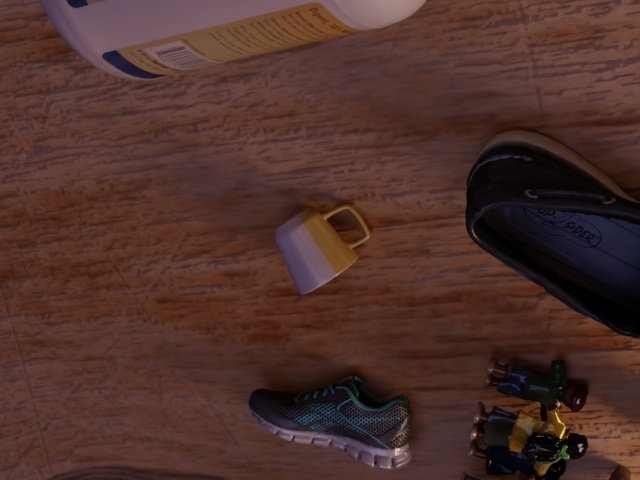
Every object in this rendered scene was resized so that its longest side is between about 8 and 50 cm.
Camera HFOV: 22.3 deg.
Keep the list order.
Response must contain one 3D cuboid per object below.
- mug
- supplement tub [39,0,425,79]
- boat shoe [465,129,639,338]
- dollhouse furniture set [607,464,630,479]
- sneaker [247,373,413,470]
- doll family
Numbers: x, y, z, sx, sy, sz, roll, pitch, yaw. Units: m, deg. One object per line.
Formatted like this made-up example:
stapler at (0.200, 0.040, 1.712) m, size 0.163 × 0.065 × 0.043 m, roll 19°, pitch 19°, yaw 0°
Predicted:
mug at (-0.003, 0.002, 1.458) m, size 0.064 × 0.078 × 0.062 m, roll 57°, pitch 157°, yaw -4°
supplement tub at (-0.043, -0.256, 1.210) m, size 0.316 × 0.228 × 0.228 m, roll -9°, pitch 115°, yaw 27°
boat shoe at (0.266, 0.031, 1.315) m, size 0.340 × 0.113 × 0.127 m, roll 33°, pitch 125°, yaw 2°
dollhouse furniture set at (0.323, 0.243, 1.414) m, size 0.123 × 0.144 × 0.151 m, roll 30°, pitch 112°, yaw -1°
sneaker at (0.014, 0.158, 1.543) m, size 0.166 × 0.065 × 0.076 m, roll 14°, pitch 107°, yaw 11°
doll family at (0.190, 0.197, 1.476) m, size 0.111 × 0.076 × 0.193 m, roll 15°, pitch 128°, yaw 9°
